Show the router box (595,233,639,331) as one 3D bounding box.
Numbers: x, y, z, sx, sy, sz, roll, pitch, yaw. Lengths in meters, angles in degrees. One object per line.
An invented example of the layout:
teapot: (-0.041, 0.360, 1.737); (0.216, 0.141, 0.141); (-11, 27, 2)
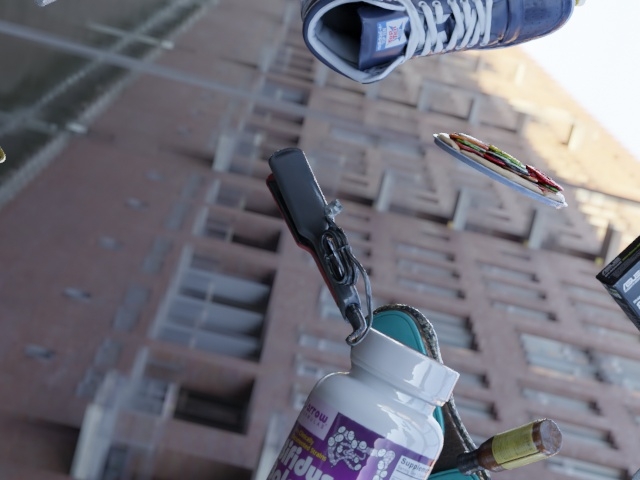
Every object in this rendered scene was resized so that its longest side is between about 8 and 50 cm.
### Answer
router box: (0.323, 0.027, 1.423); (0.122, 0.092, 0.038); (-43, -159, -4)

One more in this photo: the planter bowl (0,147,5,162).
planter bowl: (-0.492, -0.114, 1.871); (0.090, 0.217, 0.217); (-58, -175, 8)

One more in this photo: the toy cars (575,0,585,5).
toy cars: (0.370, -0.530, 2.413); (0.176, 0.087, 0.393); (48, 27, -48)

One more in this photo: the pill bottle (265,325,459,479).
pill bottle: (0.039, 0.259, 1.827); (0.301, 0.169, 0.169); (-63, -178, -1)

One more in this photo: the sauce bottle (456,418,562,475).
sauce bottle: (0.199, 0.224, 1.683); (0.128, 0.042, 0.042); (-24, -138, 41)

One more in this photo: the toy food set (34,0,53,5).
toy food set: (-0.391, -0.425, 2.202); (0.104, 0.232, 0.111); (-31, 157, -29)

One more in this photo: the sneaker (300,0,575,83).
sneaker: (0.115, -0.220, 1.573); (0.153, 0.282, 0.099); (-77, 167, -65)

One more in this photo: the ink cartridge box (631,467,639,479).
ink cartridge box: (0.407, 0.219, 1.506); (0.045, 0.145, 0.179); (1, 131, -51)

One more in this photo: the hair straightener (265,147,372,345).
hair straightener: (0.000, 0.000, 1.565); (0.089, 0.047, 0.230); (98, -25, -58)

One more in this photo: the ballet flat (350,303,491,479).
ballet flat: (0.154, 0.320, 2.136); (0.182, 0.164, 0.482); (52, 23, -59)

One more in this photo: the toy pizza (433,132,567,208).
toy pizza: (0.242, -0.100, 2.092); (0.032, 0.201, 0.201); (-62, -175, 9)
